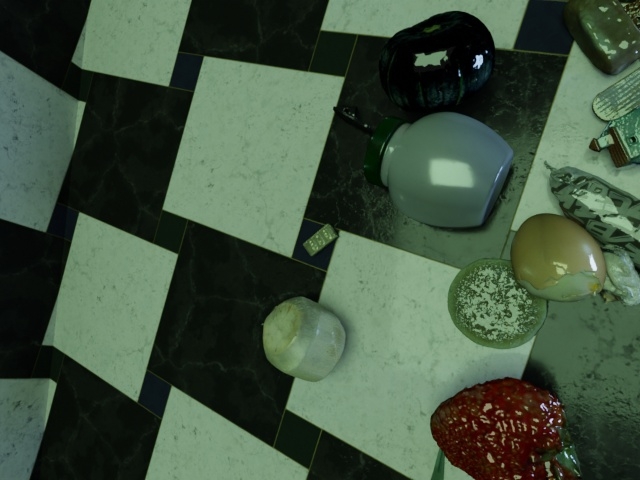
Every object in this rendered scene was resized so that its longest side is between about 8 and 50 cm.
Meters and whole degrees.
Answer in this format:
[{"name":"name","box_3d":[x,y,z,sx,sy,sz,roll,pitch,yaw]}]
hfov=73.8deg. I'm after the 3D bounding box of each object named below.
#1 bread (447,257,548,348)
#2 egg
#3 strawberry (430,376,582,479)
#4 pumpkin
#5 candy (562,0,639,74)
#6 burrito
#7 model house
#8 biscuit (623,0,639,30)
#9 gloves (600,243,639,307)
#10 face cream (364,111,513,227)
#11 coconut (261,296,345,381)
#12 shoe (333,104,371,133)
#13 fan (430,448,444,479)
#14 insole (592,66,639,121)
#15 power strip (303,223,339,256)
[{"name":"bread","box_3d":[0.492,0.176,1.198,0.266,0.040,0.267,-2,85,25]},{"name":"egg","box_3d":[0.587,0.040,1.073,0.201,0.201,0.245,-21,54,23]},{"name":"strawberry","box_3d":[0.447,0.482,1.086,0.351,0.267,0.312,-17,109,39]},{"name":"pumpkin","box_3d":[0.322,-0.485,1.203,0.315,0.238,0.315,-13,45,13]},{"name":"candy","box_3d":[0.728,-0.543,1.099,0.104,0.102,0.234,-29,78,21]},{"name":"burrito","box_3d":[0.738,-0.052,1.064,0.445,0.101,0.139,40,115,19]},{"name":"model house","box_3d":[0.762,-0.247,1.067,0.148,0.119,0.148,-22,81,34]},{"name":"biscuit","box_3d":[0.868,-0.517,1.072,0.131,0.026,0.237,-21,77,24]},{"name":"gloves","box_3d":[0.730,0.083,1.055,0.070,0.114,0.153,-23,92,0]},{"name":"face cream","box_3d":[0.323,-0.204,1.202,0.357,0.219,0.313,26,98,25]},{"name":"coconut","box_3d":[-0.045,0.310,1.344,0.245,0.247,0.245,-25,47,30]},{"name":"shoe","box_3d":[0.115,-0.408,1.404,0.159,0.062,0.053,39,90,23]},{"name":"fan","box_3d":[0.352,0.631,1.248,0.038,0.016,0.193,8,91,28]},{"name":"insole","box_3d":[0.850,-0.429,1.057,0.348,0.009,0.119,-38,75,20]},{"name":"power strip","box_3d":[0.000,0.000,1.444,0.123,0.032,0.056,-39,70,19]}]
